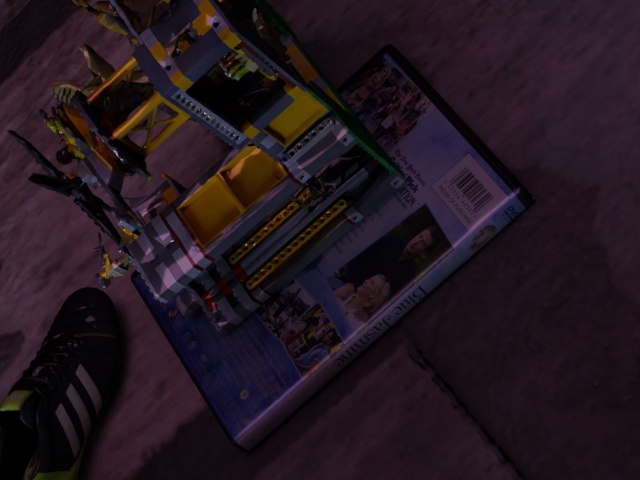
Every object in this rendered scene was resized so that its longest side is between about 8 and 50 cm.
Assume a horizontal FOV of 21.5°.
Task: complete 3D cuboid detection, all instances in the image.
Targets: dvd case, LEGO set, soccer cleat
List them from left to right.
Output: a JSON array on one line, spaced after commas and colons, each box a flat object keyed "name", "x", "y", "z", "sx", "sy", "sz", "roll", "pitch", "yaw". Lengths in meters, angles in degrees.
[{"name": "soccer cleat", "x": -0.185, "y": 0.108, "z": 1.162, "sx": 0.060, "sy": 0.072, "sz": 0.179, "roll": -3, "pitch": 62, "yaw": 31}, {"name": "LEGO set", "x": -0.114, "y": -0.081, "z": 1.063, "sx": 0.192, "sy": 0.331, "sz": 0.255, "roll": -41, "pitch": 69, "yaw": 8}, {"name": "dvd case", "x": 0.000, "y": 0.000, "z": 1.141, "sx": 0.253, "sy": 0.022, "sz": 0.180, "roll": -42, "pitch": 48, "yaw": 5}]
